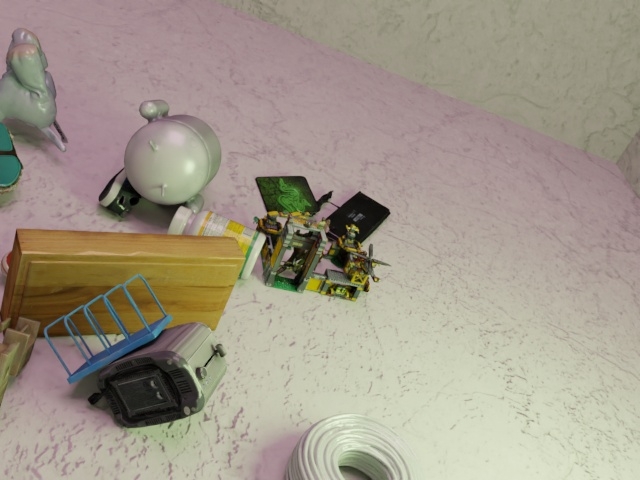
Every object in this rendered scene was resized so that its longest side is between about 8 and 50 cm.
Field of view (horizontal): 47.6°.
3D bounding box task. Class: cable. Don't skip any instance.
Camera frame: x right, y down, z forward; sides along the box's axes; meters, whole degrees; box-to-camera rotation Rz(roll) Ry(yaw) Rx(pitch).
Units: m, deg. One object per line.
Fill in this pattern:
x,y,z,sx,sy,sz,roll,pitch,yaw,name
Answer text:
0.069,0.422,1.263,0.257,0.089,0.257,-6,43,-42,cable

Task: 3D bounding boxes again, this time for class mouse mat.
-0.094,-0.131,2.050,0.152,0.007,0.190,-3,39,-17,mouse mat

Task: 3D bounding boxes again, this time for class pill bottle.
-0.241,0.001,1.665,0.208,0.117,0.117,23,30,-4,pill bottle

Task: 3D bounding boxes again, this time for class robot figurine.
-0.355,-0.199,1.766,0.353,0.199,0.300,-81,148,-76,robot figurine

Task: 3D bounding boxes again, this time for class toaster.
-0.269,0.229,1.242,0.129,0.227,0.146,65,26,-11,toaster

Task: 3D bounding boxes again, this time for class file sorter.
-0.364,0.146,1.246,0.104,0.170,0.118,61,6,-7,file sorter

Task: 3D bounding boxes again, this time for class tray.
-0.364,0.085,1.362,0.411,0.203,0.076,3,38,-33,tray

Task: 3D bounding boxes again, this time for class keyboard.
0.070,-0.076,2.094,0.201,0.033,0.317,32,30,11,keyboard

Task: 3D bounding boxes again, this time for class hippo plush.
-0.782,-0.356,1.785,0.236,0.294,0.234,-15,22,-12,hippo plush

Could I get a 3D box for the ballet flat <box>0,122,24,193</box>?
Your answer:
-0.718,-0.170,1.626,0.091,0.077,0.241,4,42,-29,ballet flat

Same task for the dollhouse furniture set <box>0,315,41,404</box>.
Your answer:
-0.555,0.196,1.166,0.129,0.129,0.184,19,7,-9,dollhouse furniture set

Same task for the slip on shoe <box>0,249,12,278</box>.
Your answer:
-0.463,0.044,1.458,0.331,0.101,0.123,4,38,-29,slip on shoe

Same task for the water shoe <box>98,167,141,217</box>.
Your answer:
-0.474,-0.118,1.754,0.080,0.073,0.203,46,23,-19,water shoe

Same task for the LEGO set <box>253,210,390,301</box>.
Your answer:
0.000,0.000,1.764,0.331,0.192,0.255,18,31,-12,LEGO set
